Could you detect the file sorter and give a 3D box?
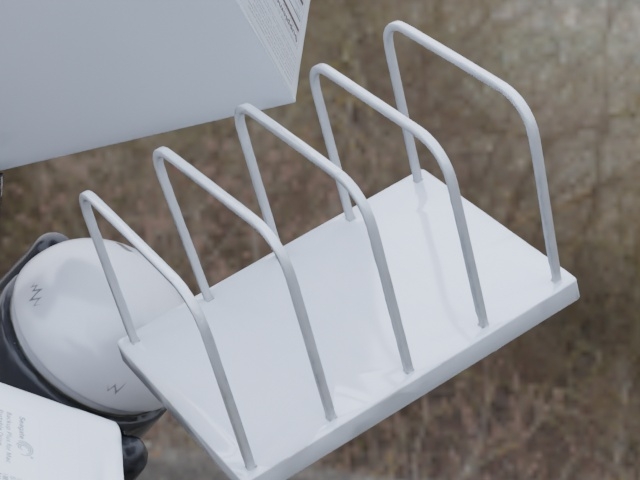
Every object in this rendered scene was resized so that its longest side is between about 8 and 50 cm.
[{"bbox_3d":[0.000,0.000,1.163,0.278,0.173,0.193,-30,39,-18],"label":"file sorter"}]

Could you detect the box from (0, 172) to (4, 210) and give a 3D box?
[{"bbox_3d":[-0.282,-0.011,1.301,0.052,0.083,0.062,12,19,13],"label":"box"}]

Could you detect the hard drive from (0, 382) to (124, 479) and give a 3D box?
[{"bbox_3d":[-0.248,0.124,0.900,0.308,0.040,0.203,22,28,-22],"label":"hard drive"}]

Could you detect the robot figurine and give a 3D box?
[{"bbox_3d":[-0.221,0.121,1.433,0.209,0.278,0.173,42,31,-1],"label":"robot figurine"}]

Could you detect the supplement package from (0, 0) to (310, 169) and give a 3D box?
[{"bbox_3d":[-0.167,-0.192,1.269,0.262,0.204,0.145,-11,47,21],"label":"supplement package"}]
